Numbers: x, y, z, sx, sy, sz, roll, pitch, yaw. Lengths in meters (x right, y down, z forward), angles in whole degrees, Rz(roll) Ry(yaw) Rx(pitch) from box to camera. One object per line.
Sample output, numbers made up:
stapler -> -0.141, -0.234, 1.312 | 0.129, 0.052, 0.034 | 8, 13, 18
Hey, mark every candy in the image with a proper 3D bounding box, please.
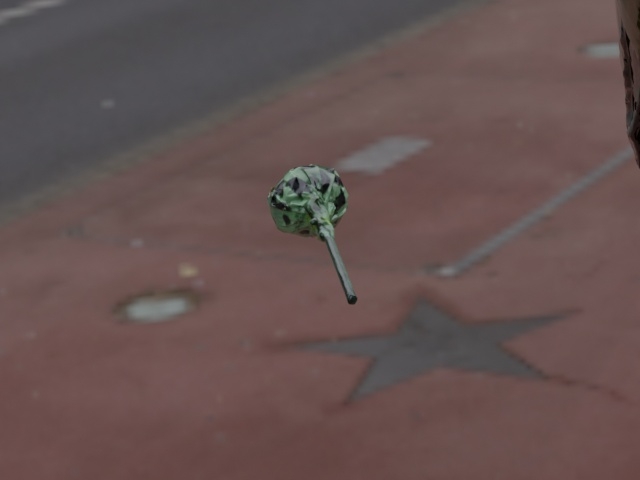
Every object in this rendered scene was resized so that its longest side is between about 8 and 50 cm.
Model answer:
candy -> 0.000, 0.000, 0.575 | 0.025, 0.023, 0.083 | 15, 23, -16

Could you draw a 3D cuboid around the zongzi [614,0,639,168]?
zongzi -> 0.217, -0.087, 0.418 | 0.317, 0.289, 0.154 | 10, 65, 19
